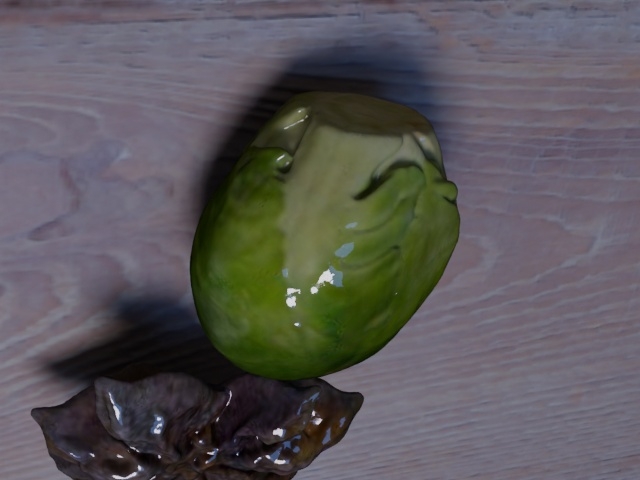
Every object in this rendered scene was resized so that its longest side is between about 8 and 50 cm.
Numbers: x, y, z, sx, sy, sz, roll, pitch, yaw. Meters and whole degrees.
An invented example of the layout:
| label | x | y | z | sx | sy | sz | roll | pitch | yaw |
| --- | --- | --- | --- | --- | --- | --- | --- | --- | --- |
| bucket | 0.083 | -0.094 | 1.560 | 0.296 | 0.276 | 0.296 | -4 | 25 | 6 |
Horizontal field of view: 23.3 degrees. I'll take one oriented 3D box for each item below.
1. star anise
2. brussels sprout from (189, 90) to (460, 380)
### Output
| label | x | y | z | sx | sy | sz | roll | pitch | yaw |
| --- | --- | --- | --- | --- | --- | --- | --- | --- | --- |
| star anise | -0.086 | 0.130 | 1.012 | 0.212 | 0.073 | 0.197 | 2 | 155 | -20 |
| brussels sprout | 0.001 | 0.003 | 0.930 | 0.161 | 0.144 | 0.181 | -6 | 125 | -16 |
